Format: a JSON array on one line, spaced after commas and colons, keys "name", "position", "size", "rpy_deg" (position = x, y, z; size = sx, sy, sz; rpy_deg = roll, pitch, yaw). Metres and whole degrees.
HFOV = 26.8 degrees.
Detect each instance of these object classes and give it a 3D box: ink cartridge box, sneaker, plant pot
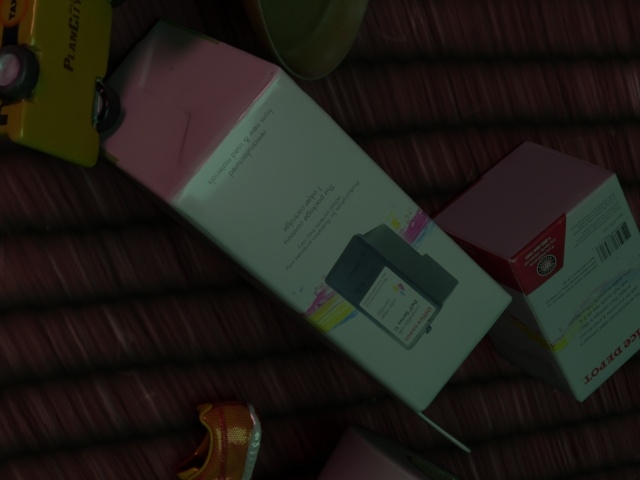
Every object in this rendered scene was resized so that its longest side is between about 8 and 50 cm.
[{"name": "ink cartridge box", "position": [0.000, 0.000, 1.021], "size": [0.119, 0.207, 0.353], "rpy_deg": [-51, 125, -5]}, {"name": "sneaker", "position": [-0.093, 0.217, 1.140], "size": [0.067, 0.064, 0.175], "rpy_deg": [5, 99, -11]}, {"name": "ink cartridge box", "position": [0.208, 0.027, 1.202], "size": [0.128, 0.127, 0.176], "rpy_deg": [-38, 121, -15]}, {"name": "plant pot", "position": [-0.011, -0.236, 0.975], "size": [0.236, 0.032, 0.236], "rpy_deg": [9, 90, -68]}]

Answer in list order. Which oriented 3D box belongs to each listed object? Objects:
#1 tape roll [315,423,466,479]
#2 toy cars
[{"name": "tape roll", "position": [0.087, 0.290, 1.151], "size": [0.246, 0.246, 0.169], "rpy_deg": [31, 90, -34]}, {"name": "toy cars", "position": [-0.225, -0.235, 0.877], "size": [0.176, 0.087, 0.393], "rpy_deg": [-51, 131, -50]}]
